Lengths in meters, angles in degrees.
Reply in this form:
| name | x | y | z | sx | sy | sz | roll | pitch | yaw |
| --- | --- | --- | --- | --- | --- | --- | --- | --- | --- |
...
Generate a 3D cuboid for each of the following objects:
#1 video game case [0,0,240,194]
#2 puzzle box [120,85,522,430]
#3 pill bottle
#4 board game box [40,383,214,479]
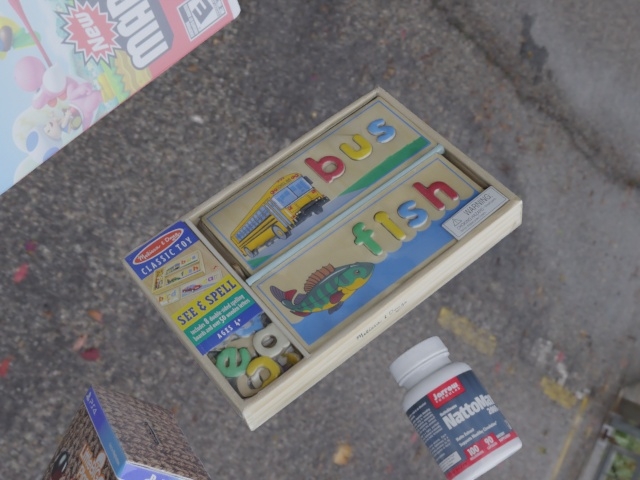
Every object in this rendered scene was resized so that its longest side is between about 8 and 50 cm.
| name | x | y | z | sx | sy | sz | roll | pitch | yaw |
| --- | --- | --- | --- | --- | --- | --- | --- | --- | --- |
| video game case | -0.174 | -0.143 | 0.480 | 0.285 | 0.025 | 0.204 | -45 | 133 | -30 |
| puzzle box | 0.000 | 0.000 | 1.080 | 0.409 | 0.272 | 0.052 | -36 | 146 | -15 |
| pill bottle | 0.171 | 0.222 | 1.190 | 0.108 | 0.180 | 0.108 | -30 | 161 | -12 |
| board game box | -0.305 | 0.396 | 1.279 | 0.141 | 0.232 | 0.291 | 26 | 94 | -30 |
